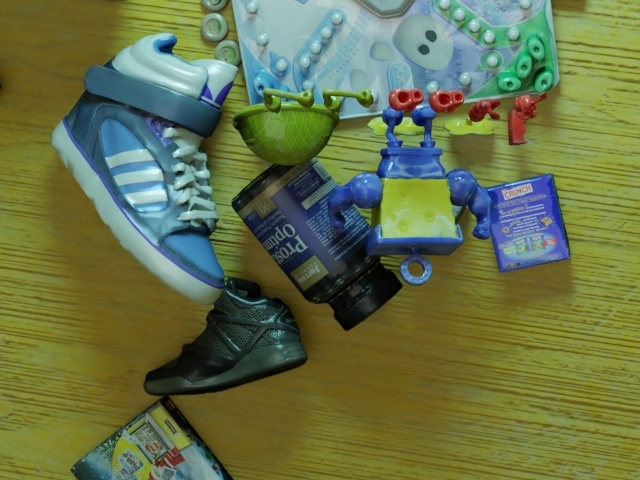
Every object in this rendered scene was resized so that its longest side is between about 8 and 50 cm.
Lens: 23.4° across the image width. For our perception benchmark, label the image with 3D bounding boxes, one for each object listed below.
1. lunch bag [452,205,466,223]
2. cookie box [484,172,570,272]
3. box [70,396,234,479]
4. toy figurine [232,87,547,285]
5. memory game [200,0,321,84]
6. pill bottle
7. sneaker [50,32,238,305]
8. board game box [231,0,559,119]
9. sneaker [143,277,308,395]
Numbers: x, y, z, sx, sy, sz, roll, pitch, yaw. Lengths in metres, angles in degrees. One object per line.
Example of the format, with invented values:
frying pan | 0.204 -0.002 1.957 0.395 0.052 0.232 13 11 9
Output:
lunch bag | 0.132 -0.042 1.944 0.083 0.053 0.071 35 100 11
cookie box | 0.257 -0.023 1.934 0.092 0.040 0.107 -12 97 10
box | -0.198 0.344 2.053 0.159 0.044 0.233 -37 92 12
toy figurine | 0.087 -0.056 1.813 0.363 0.191 0.217 -1 85 -14
memory game | -0.064 -0.287 1.957 0.186 0.012 0.186 1 98 8
pill bottle | 0.000 0.000 1.933 0.123 0.123 0.219 -39 91 12
sneaker | -0.168 -0.107 1.915 0.236 0.130 0.323 -45 71 12
board game box | 0.074 -0.342 1.875 0.390 0.050 0.389 -7 106 9
sneaker | -0.132 0.127 1.996 0.228 0.087 0.130 -21 75 24
